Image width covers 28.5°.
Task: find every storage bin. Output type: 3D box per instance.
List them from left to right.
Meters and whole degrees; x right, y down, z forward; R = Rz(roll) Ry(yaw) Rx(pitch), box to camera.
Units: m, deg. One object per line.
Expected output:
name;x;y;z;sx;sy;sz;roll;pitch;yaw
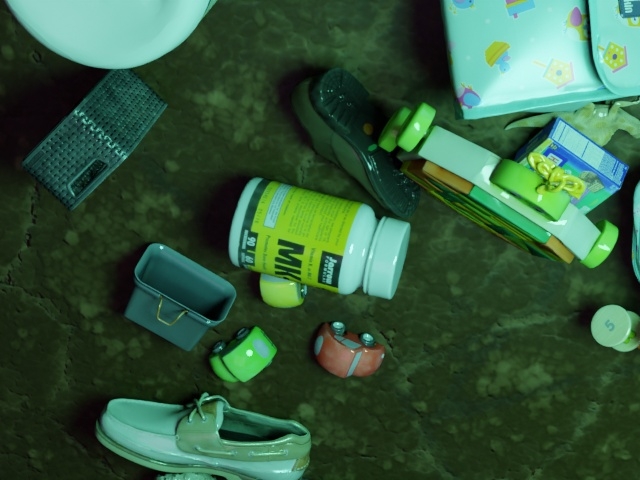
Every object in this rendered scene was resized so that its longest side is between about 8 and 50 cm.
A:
storage bin;-0.273;-0.131;1.531;0.122;0.180;0.084;-39;103;25
storage bin;-0.198;0.087;1.686;0.135;0.098;0.091;29;129;-5

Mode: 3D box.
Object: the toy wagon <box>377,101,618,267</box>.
toy wagon;0.200;-0.056;1.402;0.267;0.344;0.068;32;90;-7

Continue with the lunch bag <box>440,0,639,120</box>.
lunch bag;0.263;-0.251;1.364;0.262;0.160;0.223;-7;94;5

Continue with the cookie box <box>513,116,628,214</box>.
cookie box;0.296;-0.085;1.507;0.107;0.040;0.092;34;146;-7

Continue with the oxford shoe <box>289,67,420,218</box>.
oxford shoe;0.044;-0.117;1.549;0.096;0.083;0.227;-6;130;48

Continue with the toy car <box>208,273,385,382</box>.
toy car;-0.061;0.137;1.702;0.225;0.053;0.239;-32;107;23

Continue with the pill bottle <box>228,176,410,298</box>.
pill bottle;0.000;0.000;1.572;0.208;0.119;0.119;14;119;10

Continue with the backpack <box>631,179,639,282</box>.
backpack;0.434;-0.006;1.479;0.115;0.152;0.182;20;137;36

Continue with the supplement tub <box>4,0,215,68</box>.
supplement tub;-0.191;-0.335;1.332;0.228;0.316;0.228;4;117;8

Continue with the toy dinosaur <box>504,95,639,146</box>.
toy dinosaur;0.310;-0.151;1.484;0.183;0.053;0.093;3;119;9

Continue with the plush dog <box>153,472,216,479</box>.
plush dog;-0.192;0.487;1.851;0.225;0.211;0.262;26;124;-34

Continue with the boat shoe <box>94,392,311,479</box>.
boat shoe;-0.160;0.266;1.763;0.302;0.113;0.103;15;118;-9

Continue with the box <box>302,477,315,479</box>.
box;0.087;0.520;1.803;0.294;0.183;0.296;4;118;7

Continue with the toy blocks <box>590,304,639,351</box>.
toy blocks;0.424;0.126;1.585;0.123;0.148;0.054;12;84;37
